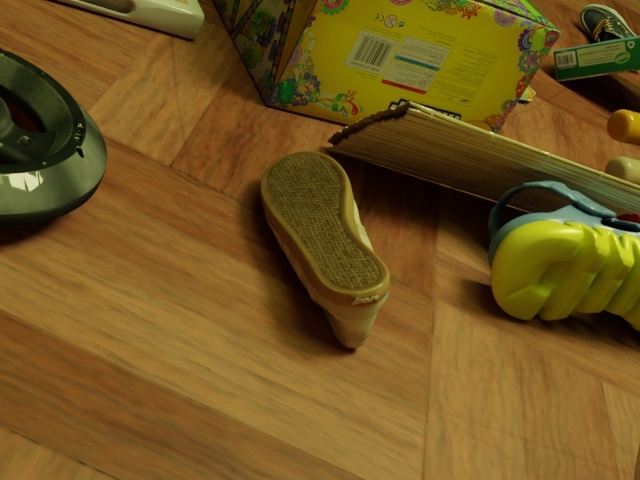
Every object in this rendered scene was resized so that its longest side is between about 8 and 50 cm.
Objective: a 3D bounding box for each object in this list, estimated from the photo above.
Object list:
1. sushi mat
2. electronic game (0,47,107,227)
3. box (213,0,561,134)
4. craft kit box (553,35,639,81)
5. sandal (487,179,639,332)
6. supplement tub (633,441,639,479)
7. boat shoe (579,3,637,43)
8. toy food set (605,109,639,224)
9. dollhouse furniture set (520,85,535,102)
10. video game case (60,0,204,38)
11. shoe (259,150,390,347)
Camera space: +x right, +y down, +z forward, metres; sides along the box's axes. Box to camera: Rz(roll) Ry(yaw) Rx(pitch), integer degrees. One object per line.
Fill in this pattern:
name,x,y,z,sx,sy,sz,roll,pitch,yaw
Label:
sushi mat,0.174,-0.067,0.969,0.316,0.151,0.019,15,77,-24
electronic game,-0.261,-0.084,0.676,0.229,0.048,0.229,20,30,-13
box,0.060,-0.267,1.111,0.290,0.177,0.279,10,35,-30
craft kit box,0.534,-0.307,1.569,0.249,0.061,0.246,-3,14,34
sandal,0.285,0.015,0.940,0.317,0.126,0.138,16,28,-25
supplement tub,0.375,0.185,0.655,0.272,0.191,0.191,11,33,-10
boat shoe,0.540,-0.391,1.838,0.083,0.065,0.183,1,41,-43
toy food set,0.435,-0.054,1.179,0.104,0.111,0.232,4,36,-37
dollhouse furniture set,0.252,-0.261,1.392,0.076,0.059,0.152,2,40,-39
video game case,-0.299,-0.348,1.062,0.300,0.036,0.329,11,34,-31
shoe,0.000,0.000,0.781,0.076,0.058,0.219,-12,37,-8
